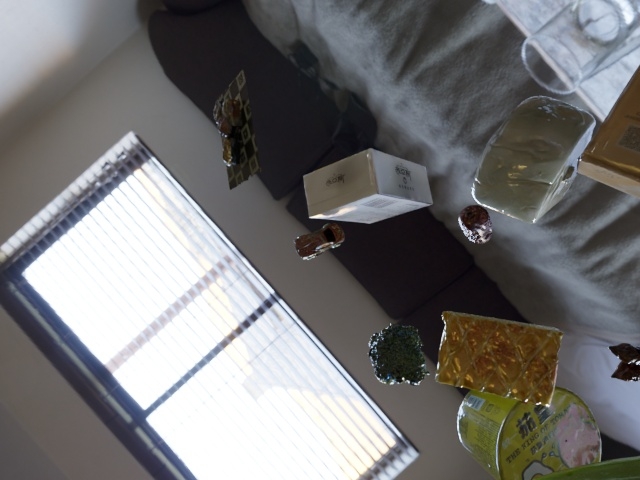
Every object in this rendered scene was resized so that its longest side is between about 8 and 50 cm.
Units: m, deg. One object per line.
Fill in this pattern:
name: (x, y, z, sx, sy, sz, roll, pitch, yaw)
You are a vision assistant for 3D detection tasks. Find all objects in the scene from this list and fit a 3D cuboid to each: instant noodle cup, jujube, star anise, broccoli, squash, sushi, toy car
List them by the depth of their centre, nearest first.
squash: (0.322, 0.317, 0.522, 0.095, 0.187, 0.095, 40, -143, -40)
sushi: (-0.173, -0.203, 0.829, 0.139, 0.031, 0.201, -20, 79, 52)
toy car: (0.000, 0.000, 1.014, 0.059, 0.121, 0.035, 64, 170, 10)
broccoli: (0.194, 0.277, 1.024, 0.160, 0.155, 0.167, 43, 143, -23)
jujube: (0.412, -0.040, 1.143, 0.129, 0.077, 0.077, 46, 180, -40)
star anise: (0.909, 0.329, 1.210, 0.212, 0.195, 0.111, 62, -158, -56)
instant noodle cup: (0.559, 0.548, 1.227, 0.326, 0.325, 0.254, 47, 165, -7)

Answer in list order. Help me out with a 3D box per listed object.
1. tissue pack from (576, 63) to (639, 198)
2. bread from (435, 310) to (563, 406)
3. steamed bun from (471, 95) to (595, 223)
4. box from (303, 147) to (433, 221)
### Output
tissue pack: (0.570, -0.124, 0.617, 0.305, 0.239, 0.238, 34, 173, 28)
bread: (0.298, 0.197, 0.741, 0.188, 0.126, 0.068, 7, 179, 21)
steamed bun: (0.587, -0.251, 1.192, 0.247, 0.383, 0.236, 32, 152, 29)
box: (0.117, -0.117, 1.031, 0.260, 0.194, 0.111, -1, -102, -52)
